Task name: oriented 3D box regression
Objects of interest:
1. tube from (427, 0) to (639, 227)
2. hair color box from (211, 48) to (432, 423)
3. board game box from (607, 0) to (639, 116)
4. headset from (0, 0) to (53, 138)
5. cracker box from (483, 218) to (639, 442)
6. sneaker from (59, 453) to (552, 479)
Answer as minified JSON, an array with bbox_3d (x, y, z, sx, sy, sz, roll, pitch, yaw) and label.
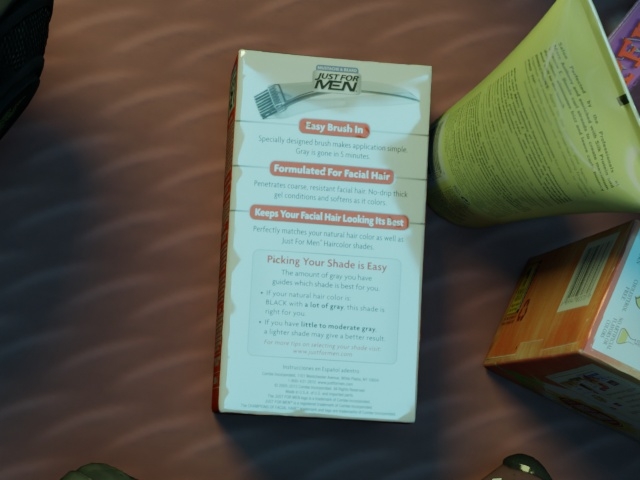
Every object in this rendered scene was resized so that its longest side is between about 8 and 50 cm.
[{"bbox_3d":[0.094,-0.043,0.727,0.070,0.240,0.062,26,83,-5],"label":"tube"},{"bbox_3d":[0.000,0.000,0.802,0.093,0.053,0.167,4,85,-8],"label":"hair color box"},{"bbox_3d":[0.291,-0.140,0.808,0.208,0.056,0.347,33,78,33],"label":"board game box"},{"bbox_3d":[-0.194,-0.145,0.708,0.394,0.185,0.243,-28,80,-32],"label":"headset"},{"bbox_3d":[0.206,0.075,0.775,0.232,0.156,0.067,26,80,-6],"label":"cracker box"},{"bbox_3d":[0.024,0.144,0.776,0.281,0.106,0.162,38,74,-14],"label":"sneaker"}]
